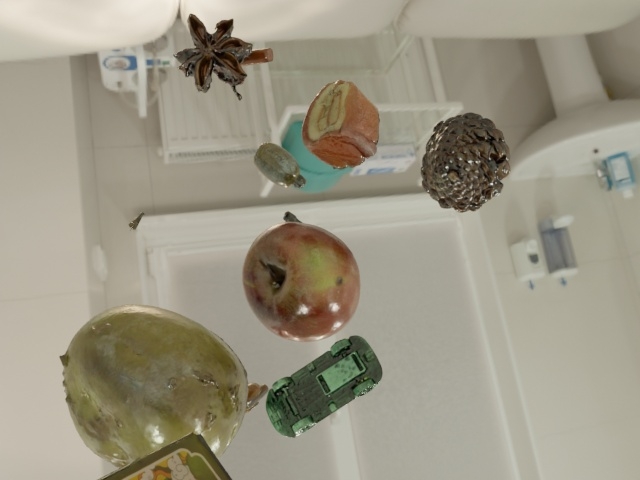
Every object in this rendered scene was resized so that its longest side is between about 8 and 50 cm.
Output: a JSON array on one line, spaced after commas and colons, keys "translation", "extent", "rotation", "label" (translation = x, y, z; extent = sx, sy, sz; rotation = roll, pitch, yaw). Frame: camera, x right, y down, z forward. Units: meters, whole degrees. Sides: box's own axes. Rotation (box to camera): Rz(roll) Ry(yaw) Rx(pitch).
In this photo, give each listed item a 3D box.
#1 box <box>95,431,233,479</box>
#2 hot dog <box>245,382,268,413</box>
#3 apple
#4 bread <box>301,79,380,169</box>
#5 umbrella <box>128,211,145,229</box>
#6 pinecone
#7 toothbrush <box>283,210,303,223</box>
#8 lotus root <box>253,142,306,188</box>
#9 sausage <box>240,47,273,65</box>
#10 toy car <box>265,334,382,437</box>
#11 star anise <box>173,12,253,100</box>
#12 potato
[{"translation": [-0.240, 0.527, 0.909], "extent": [0.138, 0.373, 0.420], "rotation": [-51, 160, 24], "label": "box"}, {"translation": [-0.211, 0.481, 1.892], "extent": [0.060, 0.090, 0.140], "rotation": [26, -167, 11], "label": "hot dog"}, {"translation": [-0.051, 0.117, 1.768], "extent": [0.348, 0.349, 0.277], "rotation": [-21, 168, 37], "label": "apple"}, {"translation": [0.055, -0.312, 1.628], "extent": [0.190, 0.244, 0.123], "rotation": [-19, 139, 34], "label": "bread"}, {"translation": [-0.664, -0.068, 2.237], "extent": [0.031, 0.083, 0.020], "rotation": [38, 171, -14], "label": "umbrella"}, {"translation": [0.439, -0.236, 1.868], "extent": [0.242, 0.296, 0.298], "rotation": [25, 132, -12], "label": "pinecone"}, {"translation": [0.000, 0.000, 2.037], "extent": [0.297, 0.031, 0.030], "rotation": [36, 140, -14], "label": "toothbrush"}, {"translation": [-0.126, -0.229, 1.953], "extent": [0.088, 0.192, 0.113], "rotation": [-42, 169, -46], "label": "lotus root"}, {"translation": [-0.190, -0.494, 1.676], "extent": [0.131, 0.039, 0.041], "rotation": [-1, -156, 27], "label": "sausage"}, {"translation": [0.015, 0.364, 1.527], "extent": [0.305, 0.136, 0.125], "rotation": [-35, 154, 7], "label": "toy car"}, {"translation": [-0.280, -0.469, 1.592], "extent": [0.190, 0.220, 0.126], "rotation": [13, 164, -14], "label": "star anise"}, {"translation": [-0.406, 0.344, 1.429], "extent": [0.442, 0.385, 0.319], "rotation": [28, 167, 12], "label": "potato"}]
